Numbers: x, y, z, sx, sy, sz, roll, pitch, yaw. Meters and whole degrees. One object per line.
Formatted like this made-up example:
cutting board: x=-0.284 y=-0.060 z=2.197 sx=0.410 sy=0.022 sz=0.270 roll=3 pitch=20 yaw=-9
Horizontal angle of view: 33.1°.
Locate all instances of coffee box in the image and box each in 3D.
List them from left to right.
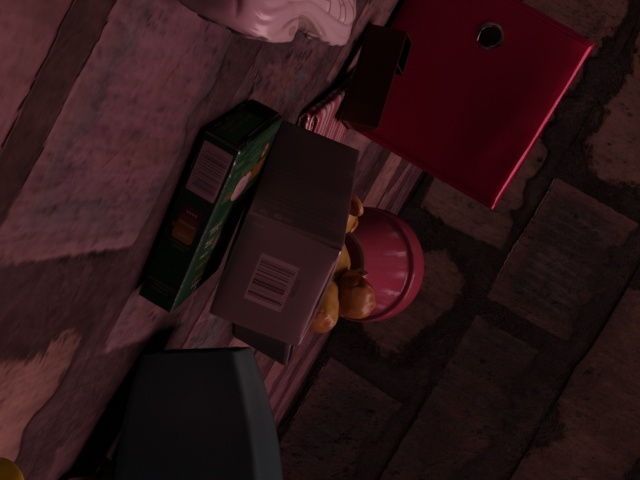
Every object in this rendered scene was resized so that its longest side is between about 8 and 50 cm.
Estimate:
coffee box: x=-0.101 y=-0.031 z=0.993 sx=0.184 sy=0.040 sz=0.113 roll=-64 pitch=173 yaw=29

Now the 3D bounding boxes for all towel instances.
towel: x=-0.002 y=-0.131 z=1.353 sx=0.197 sy=0.029 sz=0.144 roll=-49 pitch=165 yaw=-57

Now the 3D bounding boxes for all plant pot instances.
plant pot: x=-0.130 y=0.236 z=1.183 sx=0.166 sy=0.166 sz=0.234 roll=27 pitch=61 yaw=-82
plant pot: x=0.053 y=0.040 z=1.818 sx=0.201 sy=0.201 sz=0.180 roll=-62 pitch=157 yaw=12

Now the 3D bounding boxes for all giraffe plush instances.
giraffe plush: x=0.000 y=0.000 z=1.438 sx=0.210 sy=0.182 sz=0.170 roll=-34 pitch=133 yaw=-51

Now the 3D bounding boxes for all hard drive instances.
hard drive: x=-0.082 y=0.135 z=1.569 sx=0.022 sy=0.094 sz=0.135 roll=-58 pitch=173 yaw=-21

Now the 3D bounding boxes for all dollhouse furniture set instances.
dollhouse furniture set: x=-0.264 y=0.276 z=1.178 sx=0.076 sy=0.058 sz=0.152 roll=-54 pitch=155 yaw=10

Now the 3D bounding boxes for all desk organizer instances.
desk organizer: x=0.069 y=-0.198 z=1.329 sx=0.047 sy=0.050 sz=0.130 roll=34 pitch=72 yaw=-73

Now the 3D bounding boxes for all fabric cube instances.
fabric cube: x=0.206 y=-0.217 z=1.538 sx=0.258 sy=0.254 sz=0.259 roll=-59 pitch=174 yaw=7

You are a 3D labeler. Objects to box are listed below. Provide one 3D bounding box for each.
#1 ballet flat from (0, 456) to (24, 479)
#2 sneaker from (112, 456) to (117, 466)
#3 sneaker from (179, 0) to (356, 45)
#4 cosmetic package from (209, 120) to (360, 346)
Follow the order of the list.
ballet flat: x=-0.286 y=0.245 z=0.727 sx=0.231 sy=0.077 sz=0.077 roll=-56 pitch=155 yaw=-15
sneaker: x=-0.222 y=0.299 z=1.364 sx=0.234 sy=0.078 sz=0.106 roll=-61 pitch=177 yaw=37
sneaker: x=-0.011 y=-0.203 z=0.762 sx=0.115 sy=0.090 sz=0.232 roll=-66 pitch=172 yaw=18
cosmetic package: x=-0.031 y=-0.015 z=1.103 sx=0.238 sy=0.107 sz=0.127 roll=-71 pitch=-176 yaw=-60
